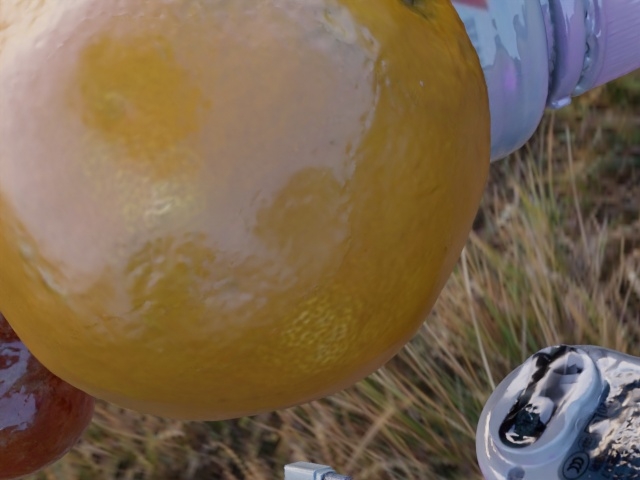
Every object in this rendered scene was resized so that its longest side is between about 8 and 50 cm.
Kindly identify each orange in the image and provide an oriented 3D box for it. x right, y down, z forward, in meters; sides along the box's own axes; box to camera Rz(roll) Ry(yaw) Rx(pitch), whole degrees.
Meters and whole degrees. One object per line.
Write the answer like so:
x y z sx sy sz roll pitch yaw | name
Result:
-0.057 -0.055 1.012 0.312 0.312 0.312 -2 79 8 | orange

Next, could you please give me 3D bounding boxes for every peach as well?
-0.317 0.108 1.641 0.232 0.256 0.232 1 95 9 | peach

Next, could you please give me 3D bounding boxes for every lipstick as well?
0.011 0.226 1.723 0.107 0.025 0.025 3 98 46 | lipstick

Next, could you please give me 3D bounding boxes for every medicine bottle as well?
0.076 -0.171 1.302 0.324 0.256 0.256 -21 76 -14 | medicine bottle

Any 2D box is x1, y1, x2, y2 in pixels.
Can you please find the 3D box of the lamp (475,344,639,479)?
0.210 0.148 1.120 0.246 0.108 0.179 19 57 34 | lamp
